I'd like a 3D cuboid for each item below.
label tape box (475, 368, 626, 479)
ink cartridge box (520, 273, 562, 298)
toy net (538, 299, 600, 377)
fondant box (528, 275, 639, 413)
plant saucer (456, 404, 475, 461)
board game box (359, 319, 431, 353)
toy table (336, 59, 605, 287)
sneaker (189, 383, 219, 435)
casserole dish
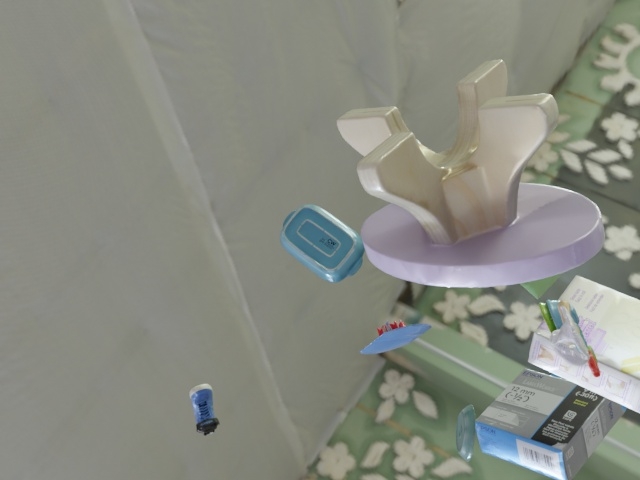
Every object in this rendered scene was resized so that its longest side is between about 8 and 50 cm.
[{"bbox_3d":[0.586,0.419,2.177,0.347,0.249,0.115,-38,-58,-33],"label":"label tape box"},{"bbox_3d":[0.455,-0.001,1.963,0.171,0.235,0.056,-49,-6,13],"label":"ink cartridge box"},{"bbox_3d":[0.340,0.142,1.197,0.045,0.122,0.232,-24,-5,16],"label":"toy net"},{"bbox_3d":[0.656,0.232,1.905,0.238,0.330,0.096,-41,-37,-40],"label":"fondant box"},{"bbox_3d":[0.305,0.406,1.855,0.119,0.021,0.119,-175,90,-89],"label":"plant saucer"},{"bbox_3d":[0.162,0.203,1.929,0.133,0.033,0.169,-5,-25,-31],"label":"board game box"},{"bbox_3d":[0.144,-0.067,0.905,0.252,0.274,0.161,-49,-53,-47],"label":"toy table"},{"bbox_3d":[-0.268,0.399,2.039,0.058,0.085,0.152,-14,-34,-18],"label":"sneaker"},{"bbox_3d":[0.000,0.000,1.719,0.114,0.188,0.037,-51,-20,-5],"label":"casserole dish"}]
